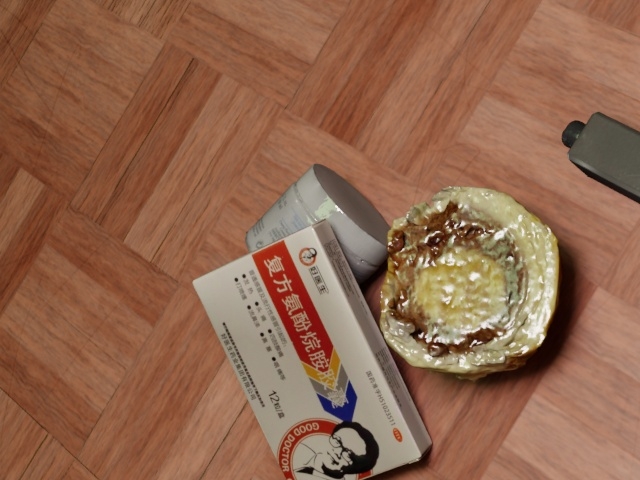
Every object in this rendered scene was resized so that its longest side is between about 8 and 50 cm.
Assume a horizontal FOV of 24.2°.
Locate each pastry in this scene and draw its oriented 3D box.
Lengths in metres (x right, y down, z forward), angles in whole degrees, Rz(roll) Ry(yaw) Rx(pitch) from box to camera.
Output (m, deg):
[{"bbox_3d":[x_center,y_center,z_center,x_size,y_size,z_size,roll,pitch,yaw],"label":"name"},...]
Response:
[{"bbox_3d":[0.212,0.067,2.026,0.236,0.170,0.256,1,66,15],"label":"pastry"}]

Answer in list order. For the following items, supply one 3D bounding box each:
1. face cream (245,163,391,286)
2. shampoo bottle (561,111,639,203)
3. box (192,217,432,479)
[{"bbox_3d":[0.000,0.000,2.190,0.153,0.177,0.177,-44,52,15],"label":"face cream"},{"bbox_3d":[0.423,-0.096,1.984,0.246,0.080,0.079,34,91,39],"label":"shampoo bottle"},{"bbox_3d":[-0.013,0.171,2.092,0.214,0.069,0.353,-25,93,26],"label":"box"}]
